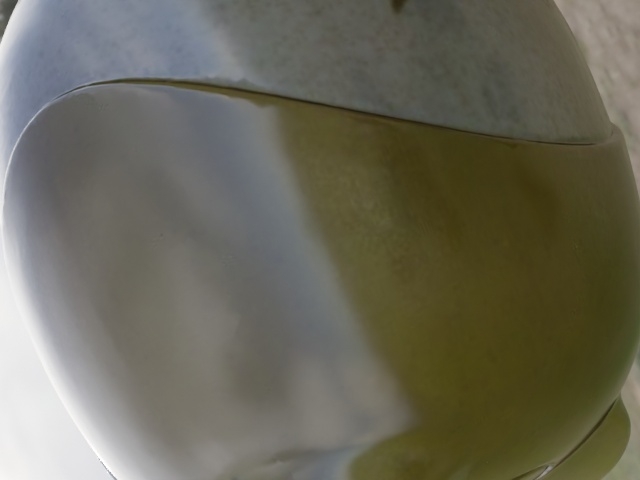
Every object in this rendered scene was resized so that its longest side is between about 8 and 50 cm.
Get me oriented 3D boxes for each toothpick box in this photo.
[{"bbox_3d":[0.000,0.000,0.855,0.409,0.409,0.425,64,-177,-75],"label":"toothpick box"}]
